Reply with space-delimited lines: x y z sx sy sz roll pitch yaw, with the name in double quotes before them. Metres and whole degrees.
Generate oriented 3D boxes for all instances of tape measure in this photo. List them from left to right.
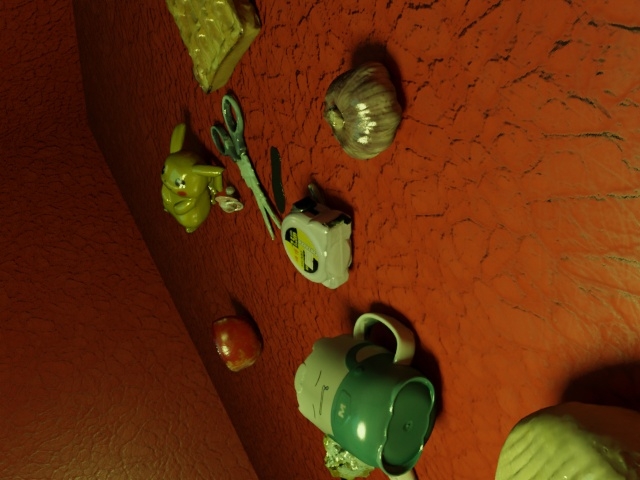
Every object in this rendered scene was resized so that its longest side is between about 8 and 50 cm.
"tape measure" -0.002 -0.004 1.190 0.178 0.105 0.196 37 144 34

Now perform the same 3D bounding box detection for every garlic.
"garlic" 0.063 -0.205 0.887 0.147 0.102 0.159 57 153 17

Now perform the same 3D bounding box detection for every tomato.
"tomato" -0.286 0.362 1.986 0.233 0.140 0.200 27 -139 -76

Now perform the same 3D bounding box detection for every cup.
"cup" 0.106 0.297 1.127 0.257 0.219 0.289 17 94 57

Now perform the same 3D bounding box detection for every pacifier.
"pacifier" -0.271 -0.127 1.649 0.099 0.081 0.078 79 -166 -71

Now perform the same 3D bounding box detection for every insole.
"insole" -0.108 -0.148 1.371 0.064 0.004 0.188 41 144 41

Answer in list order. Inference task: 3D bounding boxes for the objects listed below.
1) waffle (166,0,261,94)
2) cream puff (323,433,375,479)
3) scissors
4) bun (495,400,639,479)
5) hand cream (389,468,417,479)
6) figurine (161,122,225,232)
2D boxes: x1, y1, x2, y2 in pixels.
"waffle" -0.262 -0.536 1.264 0.348 0.077 0.304 -20 94 64
"cream puff" 0.083 0.562 1.480 0.156 0.121 0.156 -29 47 37
"scissors" -0.198 -0.183 1.488 0.383 0.029 0.256 64 155 2
"bun" 0.367 0.353 0.638 0.362 0.234 0.326 -129 32 -62
"hand cream" 0.201 0.571 1.336 0.111 0.070 0.312 5 123 60
"figurine" -0.417 -0.178 1.759 0.218 0.169 0.326 38 148 18
